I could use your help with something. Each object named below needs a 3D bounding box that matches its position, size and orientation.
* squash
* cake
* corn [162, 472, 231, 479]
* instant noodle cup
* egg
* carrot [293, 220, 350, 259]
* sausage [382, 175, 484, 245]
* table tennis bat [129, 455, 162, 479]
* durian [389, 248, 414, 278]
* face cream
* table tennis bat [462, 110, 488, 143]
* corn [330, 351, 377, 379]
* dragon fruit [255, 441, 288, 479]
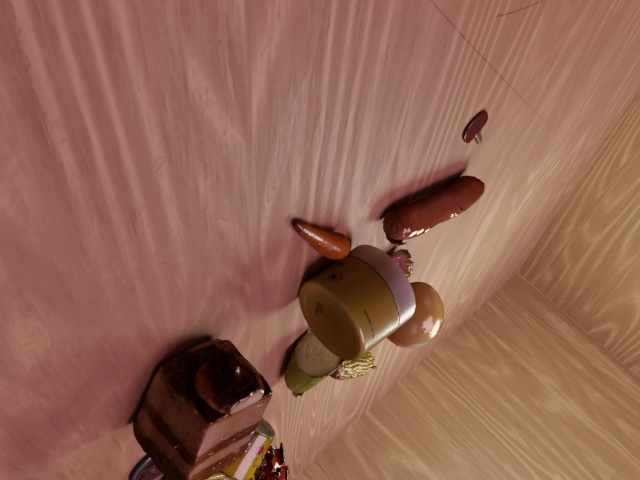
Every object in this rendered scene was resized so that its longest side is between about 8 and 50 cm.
[{"bbox_3d":[-0.055,0.373,1.978,0.137,0.137,0.287,-27,162,-42],"label":"squash"},{"bbox_3d":[-0.235,0.325,1.398,0.196,0.198,0.293,-17,141,-45],"label":"cake"},{"bbox_3d":[-0.343,0.693,2.007,0.115,0.115,0.318,-49,159,8],"label":"corn"},{"bbox_3d":[-0.217,0.549,1.901,0.144,0.182,0.182,-56,160,1],"label":"instant noodle cup"},{"bbox_3d":[0.312,0.246,2.327,0.201,0.201,0.245,-27,140,-42],"label":"egg"},{"bbox_3d":[0.000,0.000,1.435,0.061,0.061,0.256,-50,157,10],"label":"carrot"},{"bbox_3d":[0.306,-0.088,1.819,0.418,0.094,0.094,-26,174,-46],"label":"sausage"},{"bbox_3d":[-0.375,0.542,1.760,0.244,0.040,0.153,-15,143,-47],"label":"table tennis bat"},{"bbox_3d":[0.143,0.159,1.942,0.341,0.112,0.191,-34,155,-36],"label":"durian"},{"bbox_3d":[0.084,0.146,1.638,0.179,0.218,0.218,-33,157,-30],"label":"face cream"},{"bbox_3d":[0.393,-0.277,1.753,0.087,0.013,0.156,-50,158,3],"label":"table tennis bat"},{"bbox_3d":[0.104,0.435,2.417,0.106,0.106,0.293,-52,158,16],"label":"corn"},{"bbox_3d":[-0.199,0.762,2.317,0.192,0.193,0.274,-35,129,-31],"label":"dragon fruit"}]
